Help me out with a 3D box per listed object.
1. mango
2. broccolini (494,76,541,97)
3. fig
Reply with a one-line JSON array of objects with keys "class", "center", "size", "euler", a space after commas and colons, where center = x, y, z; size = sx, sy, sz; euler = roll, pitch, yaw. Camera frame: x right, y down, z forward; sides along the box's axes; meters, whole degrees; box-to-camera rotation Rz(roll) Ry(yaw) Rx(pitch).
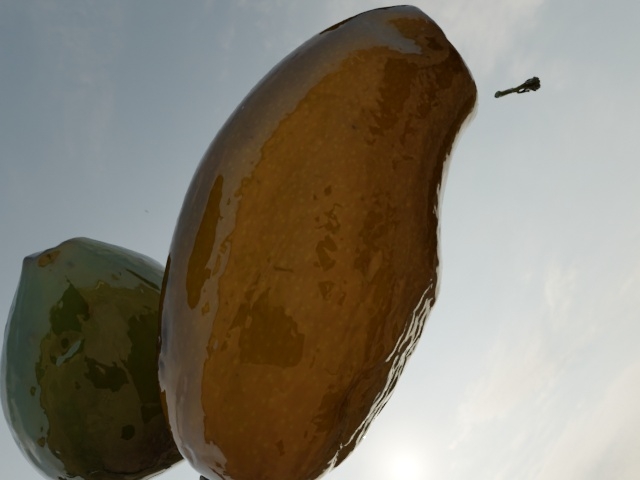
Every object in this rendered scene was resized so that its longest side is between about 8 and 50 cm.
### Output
[{"class": "mango", "center": [-0.003, -0.003, 0.378], "size": [0.186, 0.144, 0.360], "euler": [16, -98, -8]}, {"class": "broccolini", "center": [0.403, -0.314, 1.120], "size": [0.139, 0.035, 0.030], "euler": [-22, -62, -29]}, {"class": "fig", "center": [-0.181, 0.112, 0.505], "size": [0.207, 0.207, 0.230], "euler": [-11, -61, -36]}]
